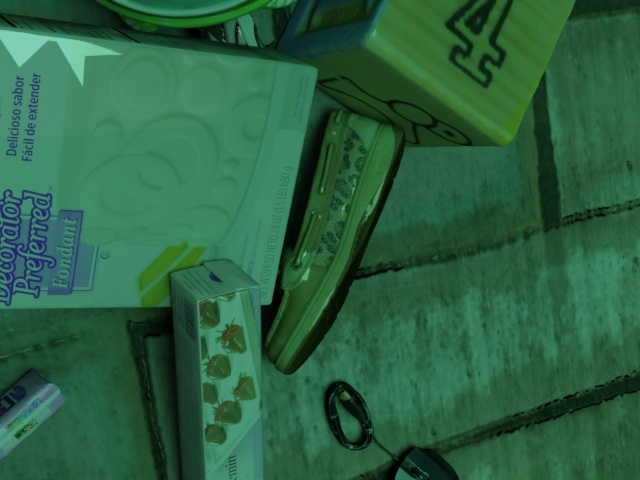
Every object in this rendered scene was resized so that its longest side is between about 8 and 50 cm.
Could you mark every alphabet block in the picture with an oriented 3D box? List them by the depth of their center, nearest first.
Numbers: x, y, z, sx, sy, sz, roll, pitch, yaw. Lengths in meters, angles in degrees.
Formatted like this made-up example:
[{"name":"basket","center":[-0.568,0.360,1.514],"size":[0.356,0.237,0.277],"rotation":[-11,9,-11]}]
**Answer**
[{"name":"alphabet block","center":[0.106,-0.223,1.032],"size":[0.197,0.192,0.193],"rotation":[31,80,-29]}]

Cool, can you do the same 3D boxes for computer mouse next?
[{"name":"computer mouse","center":[0.090,0.245,1.145],"size":[0.242,0.041,0.071],"rotation":[45,73,-24]}]

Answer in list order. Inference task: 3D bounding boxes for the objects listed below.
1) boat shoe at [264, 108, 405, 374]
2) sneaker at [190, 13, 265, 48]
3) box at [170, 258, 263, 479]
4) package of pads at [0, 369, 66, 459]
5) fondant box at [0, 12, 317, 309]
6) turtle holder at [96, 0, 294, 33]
[{"name":"boat shoe","center":[0.000,0.000,1.051],"size":[0.089,0.104,0.285],"rotation":[22,75,8]},{"name":"sneaker","center":[-0.097,-0.186,0.987],"size":[0.077,0.072,0.178],"rotation":[-40,107,-11]},{"name":"box","center":[-0.095,0.176,0.959],"size":[0.063,0.067,0.324],"rotation":[-13,118,-26]},{"name":"package of pads","center":[-0.276,0.158,0.917],"size":[0.083,0.050,0.032],"rotation":[-43,119,-20]},{"name":"fondant box","center":[-0.185,-0.064,0.894],"size":[0.330,0.096,0.238],"rotation":[2,110,-29]},{"name":"turtle holder","center":[-0.149,-0.316,0.834],"size":[0.320,0.227,0.243],"rotation":[20,89,1]}]
